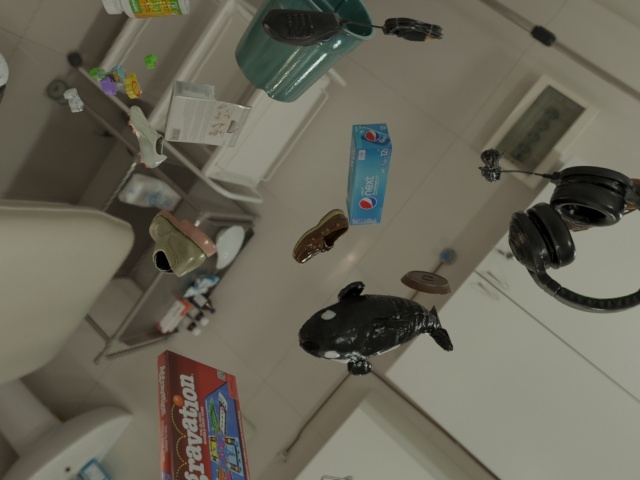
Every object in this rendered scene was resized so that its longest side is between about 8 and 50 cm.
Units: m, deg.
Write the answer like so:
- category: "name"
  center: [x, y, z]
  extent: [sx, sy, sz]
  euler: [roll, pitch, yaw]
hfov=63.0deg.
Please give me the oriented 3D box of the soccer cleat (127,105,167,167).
- category: "soccer cleat"
  center: [-0.475, -0.291, 1.441]
  extent: [0.076, 0.196, 0.068]
  euler: [-22, 164, 7]

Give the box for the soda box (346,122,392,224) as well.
- category: "soda box"
  center: [0.092, -0.125, 1.030]
  extent: [0.067, 0.071, 0.210]
  euler: [-3, 140, -5]

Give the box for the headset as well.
- category: "headset"
  center: [0.455, -0.037, 0.985]
  extent: [0.243, 0.394, 0.185]
  euler: [-42, 158, 0]

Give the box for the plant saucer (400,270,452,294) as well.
- category: "plant saucer"
  center: [0.344, 0.132, 1.688]
  extent: [0.168, 0.168, 0.029]
  euler: [-19, 122, -63]

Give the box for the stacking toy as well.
- category: "stacking toy"
  center: [-0.496, -0.384, 1.263]
  extent: [0.221, 0.167, 0.052]
  euler: [-89, 167, -54]

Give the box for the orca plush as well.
- category: "orca plush"
  center: [0.113, 0.151, 0.835]
  extent: [0.102, 0.287, 0.151]
  euler: [-4, -108, 60]

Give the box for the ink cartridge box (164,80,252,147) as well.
- category: "ink cartridge box"
  center: [-0.404, -0.438, 1.849]
  extent: [0.261, 0.066, 0.296]
  euler: [2, 160, -22]

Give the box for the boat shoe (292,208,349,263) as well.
- category: "boat shoe"
  center: [0.000, 0.000, 1.294]
  extent: [0.178, 0.060, 0.064]
  euler: [-44, 143, 19]

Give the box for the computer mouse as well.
- category: "computer mouse"
  center: [0.042, -0.274, 0.692]
  extent: [0.071, 0.242, 0.041]
  euler: [-75, 170, -79]

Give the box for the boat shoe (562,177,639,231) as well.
- category: "boat shoe"
  center: [0.619, -0.075, 1.135]
  extent: [0.207, 0.073, 0.073]
  euler: [-17, 156, -9]

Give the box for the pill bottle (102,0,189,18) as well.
- category: "pill bottle"
  center: [-0.541, -0.763, 1.615]
  extent: [0.245, 0.136, 0.136]
  euler: [-5, 159, -2]

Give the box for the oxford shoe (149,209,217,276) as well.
- category: "oxford shoe"
  center: [-0.447, 0.010, 1.530]
  extent: [0.146, 0.140, 0.397]
  euler: [-48, -153, -17]

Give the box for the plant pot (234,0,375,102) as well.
- category: "plant pot"
  center: [-0.068, -0.624, 1.589]
  extent: [0.334, 0.341, 0.341]
  euler: [-40, 174, 37]

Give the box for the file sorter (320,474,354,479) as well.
- category: "file sorter"
  center: [-0.052, 0.702, 1.253]
  extent: [0.277, 0.193, 0.173]
  euler: [-28, 143, 17]

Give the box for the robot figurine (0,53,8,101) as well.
- category: "robot figurine"
  center: [-0.866, -0.358, 1.249]
  extent: [0.173, 0.209, 0.278]
  euler: [10, 127, -46]

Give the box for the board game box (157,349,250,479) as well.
- category: "board game box"
  center: [-0.161, 0.296, 0.735]
  extent: [0.027, 0.281, 0.145]
  euler: [-39, 133, 19]
